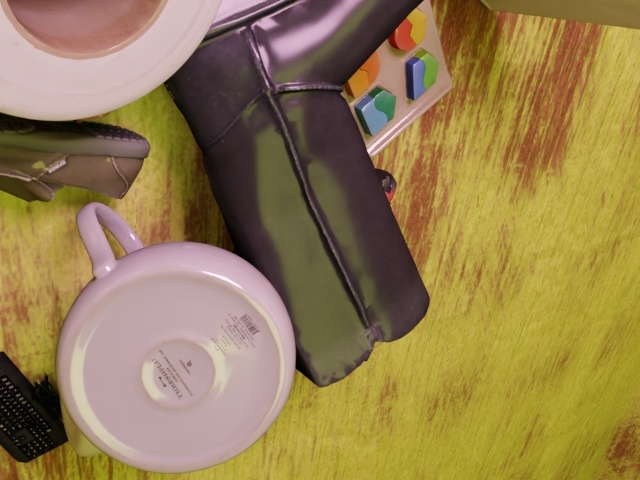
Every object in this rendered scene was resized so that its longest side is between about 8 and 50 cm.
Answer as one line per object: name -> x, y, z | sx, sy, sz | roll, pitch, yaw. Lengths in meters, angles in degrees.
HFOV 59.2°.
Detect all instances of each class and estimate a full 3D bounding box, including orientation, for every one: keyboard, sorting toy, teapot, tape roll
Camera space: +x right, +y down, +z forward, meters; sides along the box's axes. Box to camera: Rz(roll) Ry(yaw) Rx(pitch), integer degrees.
keyboard -> -0.383, 0.219, 0.722 | 0.100, 0.038, 0.192 | -30, 132, -19
sorting toy -> 0.097, -0.241, 0.788 | 0.193, 0.038, 0.208 | -42, 134, -8
teapot -> -0.153, 0.106, 0.620 | 0.253, 0.187, 0.255 | 10, 100, -12
tape roll -> -0.209, -0.235, 0.414 | 0.246, 0.169, 0.246 | -38, 157, -19

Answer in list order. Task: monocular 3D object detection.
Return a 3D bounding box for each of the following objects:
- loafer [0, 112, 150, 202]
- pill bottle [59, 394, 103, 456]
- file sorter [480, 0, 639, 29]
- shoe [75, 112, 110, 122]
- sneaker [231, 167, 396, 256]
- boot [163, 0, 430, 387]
loafer -> -0.295, -0.075, 0.558 | 0.251, 0.094, 0.087 | 0, 113, -37
pill bottle -> -0.200, 0.186, 0.761 | 0.264, 0.146, 0.146 | -5, 120, -35
file sorter -> 0.307, -0.393, 0.688 | 0.193, 0.278, 0.173 | 19, 101, -43
shoe -> -0.269, -0.147, 0.553 | 0.178, 0.063, 0.081 | -31, 127, -23
sneaker -> 0.000, 0.000, 0.827 | 0.276, 0.098, 0.135 | -28, 129, -22
boot -> 0.050, -0.092, 0.673 | 0.367, 0.146, 0.444 | -25, 107, -8
